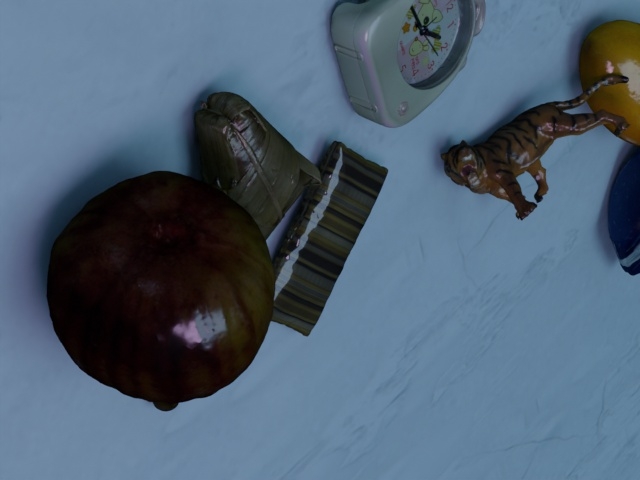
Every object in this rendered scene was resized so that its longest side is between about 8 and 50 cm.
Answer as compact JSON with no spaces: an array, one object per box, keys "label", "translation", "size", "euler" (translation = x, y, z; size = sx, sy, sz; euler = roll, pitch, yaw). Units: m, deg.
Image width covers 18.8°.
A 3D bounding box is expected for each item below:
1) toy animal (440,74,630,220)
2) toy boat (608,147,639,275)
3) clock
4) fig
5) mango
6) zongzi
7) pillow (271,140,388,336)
[{"label":"toy animal","translation":[0.252,-0.117,2.226],"size":[0.255,0.116,0.114],"euler":[-39,179,-22]},{"label":"toy boat","translation":[0.463,-0.037,2.534],"size":[0.210,0.070,0.291],"euler":[-57,144,-6]},{"label":"clock","translation":[0.100,-0.222,2.021],"size":[0.191,0.062,0.151],"euler":[-42,136,-26]},{"label":"fig","translation":[-0.139,0.086,1.836],"size":[0.217,0.217,0.321],"euler":[-45,156,-23]},{"label":"mango","translation":[0.386,-0.192,2.334],"size":[0.219,0.112,0.145],"euler":[26,88,-39]},{"label":"zongzi","translation":[-0.098,-0.043,1.888],"size":[0.176,0.078,0.160],"euler":[-54,135,-8]},{"label":"pillow","translation":[0.000,0.000,2.049],"size":[0.113,0.038,0.203],"euler":[26,90,-55]}]
